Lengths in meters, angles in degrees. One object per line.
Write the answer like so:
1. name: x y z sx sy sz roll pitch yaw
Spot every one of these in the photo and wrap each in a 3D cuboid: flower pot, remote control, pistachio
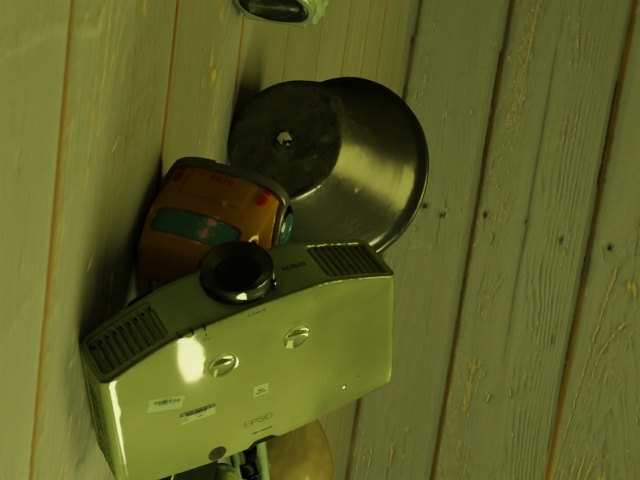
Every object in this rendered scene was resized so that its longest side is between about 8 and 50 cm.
1. flower pot: -0.011 -0.095 1.586 0.148 0.235 0.235 27 72 -61
2. remote control: -0.097 0.203 1.670 0.296 0.056 0.140 87 -10 -59
3. pistachio: -0.051 0.310 1.947 0.215 0.144 0.144 -82 177 -52

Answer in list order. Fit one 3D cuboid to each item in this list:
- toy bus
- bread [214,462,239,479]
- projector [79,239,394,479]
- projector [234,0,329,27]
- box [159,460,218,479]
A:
1. toy bus: -0.105 0.041 1.299 0.136 0.126 0.209 -60 161 -45
2. bread: -0.134 0.388 1.628 0.267 0.040 0.267 -167 -90 -86
3. projector: -0.069 0.088 1.192 0.088 0.269 0.194 53 -26 41
4. projector: -0.033 -0.349 1.407 0.257 0.099 0.192 74 28 -72
5. box: -0.155 0.257 1.450 0.230 0.050 0.160 85 17 -63
